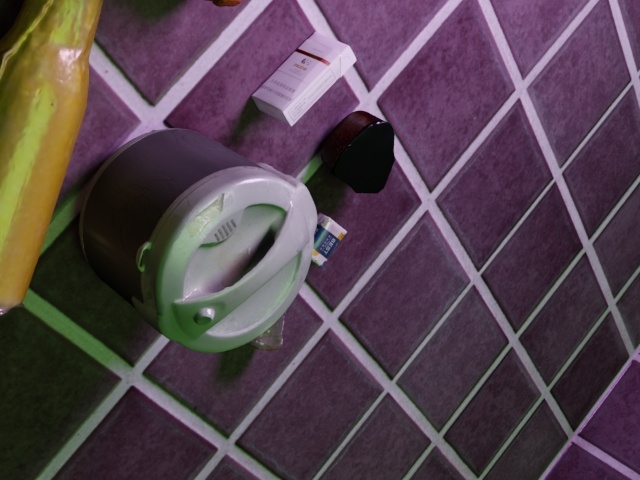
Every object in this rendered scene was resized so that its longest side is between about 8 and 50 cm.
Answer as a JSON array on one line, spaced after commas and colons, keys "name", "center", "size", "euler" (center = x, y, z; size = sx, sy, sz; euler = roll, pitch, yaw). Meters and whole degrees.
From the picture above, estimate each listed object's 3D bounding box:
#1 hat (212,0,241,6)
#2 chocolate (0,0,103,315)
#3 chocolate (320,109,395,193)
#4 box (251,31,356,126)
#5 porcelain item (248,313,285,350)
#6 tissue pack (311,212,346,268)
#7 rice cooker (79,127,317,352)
[{"name": "hat", "center": [-0.184, -0.375, 1.272], "size": [0.162, 0.094, 0.112], "euler": [3, 84, -39]}, {"name": "chocolate", "center": [-0.382, -0.138, 1.190], "size": [0.162, 0.162, 0.445], "euler": [15, 98, -48]}, {"name": "chocolate", "center": [0.056, -0.150, 1.648], "size": [0.125, 0.080, 0.148], "euler": [-24, 136, -19]}, {"name": "box", "center": [-0.027, -0.255, 1.497], "size": [0.154, 0.084, 0.040], "euler": [-46, 136, -13]}, {"name": "porcelain item", "center": [-0.077, 0.080, 1.656], "size": [0.081, 0.069, 0.215], "euler": [5, 111, -42]}, {"name": "tissue pack", "center": [0.000, 0.000, 1.705], "size": [0.083, 0.042, 0.062], "euler": [-56, 136, -4]}, {"name": "rice cooker", "center": [-0.169, -0.003, 1.362], "size": [0.288, 0.277, 0.288], "euler": [-25, 128, -35]}]
